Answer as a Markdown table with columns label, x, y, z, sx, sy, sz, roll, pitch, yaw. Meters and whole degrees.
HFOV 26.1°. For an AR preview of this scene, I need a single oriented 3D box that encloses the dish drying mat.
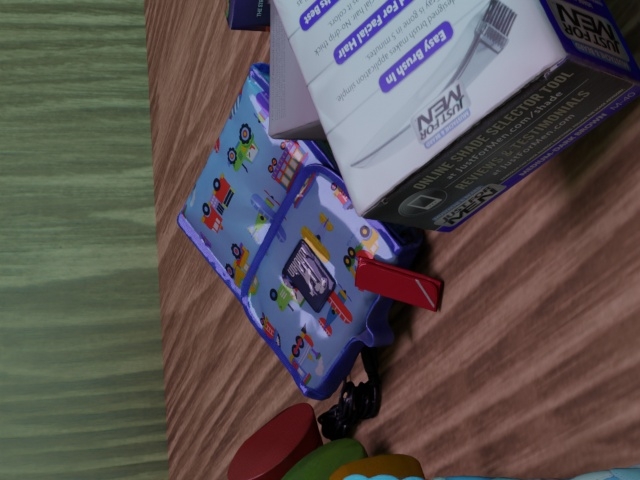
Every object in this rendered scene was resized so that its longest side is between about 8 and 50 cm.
| label | x | y | z | sx | sy | sz | roll | pitch | yaw |
| --- | --- | --- | --- | --- | --- | --- | --- | --- | --- |
| dish drying mat | 0.070 | 0.039 | 1.253 | 0.008 | 0.083 | 0.032 | -36 | -43 | -56 |

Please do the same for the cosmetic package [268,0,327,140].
| label | x | y | z | sx | sy | sz | roll | pitch | yaw |
| --- | --- | --- | --- | --- | --- | --- | --- | --- | --- |
| cosmetic package | 0.044 | -0.206 | 1.215 | 0.225 | 0.138 | 0.224 | 180 | 91 | -73 |

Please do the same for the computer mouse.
| label | x | y | z | sx | sy | sz | roll | pitch | yaw |
| --- | --- | --- | --- | --- | --- | --- | --- | --- | --- |
| computer mouse | 0.007 | 0.082 | 1.494 | 0.184 | 0.060 | 0.262 | 132 | 136 | -69 |

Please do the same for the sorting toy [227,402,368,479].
| label | x | y | z | sx | sy | sz | roll | pitch | yaw |
| --- | --- | --- | --- | --- | --- | --- | --- | --- | --- |
| sorting toy | 0.018 | 0.282 | 1.413 | 0.126 | 0.127 | 0.365 | 51 | 171 | -18 |

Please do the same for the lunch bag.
| label | x | y | z | sx | sy | sz | roll | pitch | yaw |
| --- | --- | --- | --- | --- | --- | --- | --- | --- | --- |
| lunch bag | 0.000 | 0.000 | 1.393 | 0.293 | 0.138 | 0.221 | 59 | 134 | 35 |

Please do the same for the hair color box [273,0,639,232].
| label | x | y | z | sx | sy | sz | roll | pitch | yaw |
| --- | --- | --- | --- | --- | --- | --- | --- | --- | --- |
| hair color box | 0.064 | -0.197 | 0.960 | 0.185 | 0.110 | 0.338 | -38 | 59 | 33 |

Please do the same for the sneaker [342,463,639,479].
| label | x | y | z | sx | sy | sz | roll | pitch | yaw |
| --- | --- | --- | --- | --- | --- | --- | --- | --- | --- |
| sneaker | 0.107 | 0.202 | 0.853 | 0.319 | 0.208 | 0.127 | 138 | 132 | -69 |

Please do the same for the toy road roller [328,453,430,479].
| label | x | y | z | sx | sy | sz | roll | pitch | yaw |
| --- | --- | --- | --- | --- | --- | --- | --- | --- | --- |
| toy road roller | 0.000 | 0.348 | 1.119 | 0.329 | 0.241 | 0.202 | 91 | 169 | -45 |

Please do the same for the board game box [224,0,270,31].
| label | x | y | z | sx | sy | sz | roll | pitch | yaw |
| --- | --- | --- | --- | --- | --- | --- | --- | --- | --- |
| board game box | -0.020 | -0.301 | 1.447 | 0.048 | 0.141 | 0.170 | -109 | 24 | -51 |
